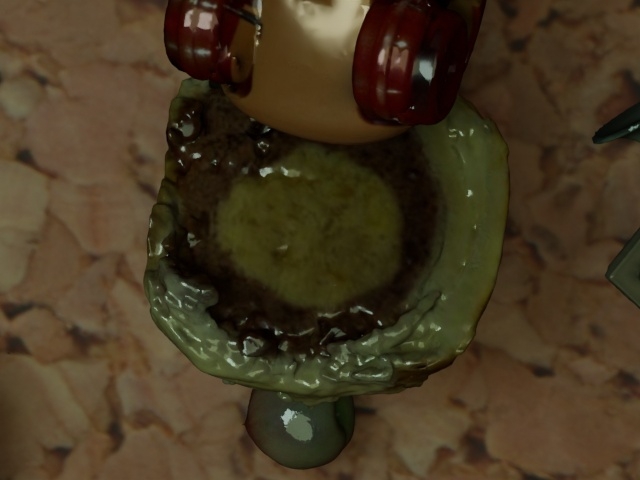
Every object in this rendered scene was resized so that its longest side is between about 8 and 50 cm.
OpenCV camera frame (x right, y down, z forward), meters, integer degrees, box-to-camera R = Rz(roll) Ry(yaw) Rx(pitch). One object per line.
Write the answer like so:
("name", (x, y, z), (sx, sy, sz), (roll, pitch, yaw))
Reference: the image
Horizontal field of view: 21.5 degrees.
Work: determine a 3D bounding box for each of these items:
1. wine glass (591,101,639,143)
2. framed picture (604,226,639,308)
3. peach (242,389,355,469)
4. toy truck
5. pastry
("wine glass", (0.275, -0.009, 1.213), (0.079, 0.079, 0.195), (-31, 98, 9))
("framed picture", (0.360, 0.034, 1.190), (0.289, 0.020, 0.211), (42, 85, -19))
("peach", (-0.016, 0.131, 1.259), (0.083, 0.083, 0.083), (1, 102, 3))
("toy truck", (0.034, -0.198, 1.104), (0.189, 0.239, 0.264), (14, 102, 18))
("pastry", (0.007, -0.006, 1.181), (0.237, 0.170, 0.256), (7, 68, 3))
